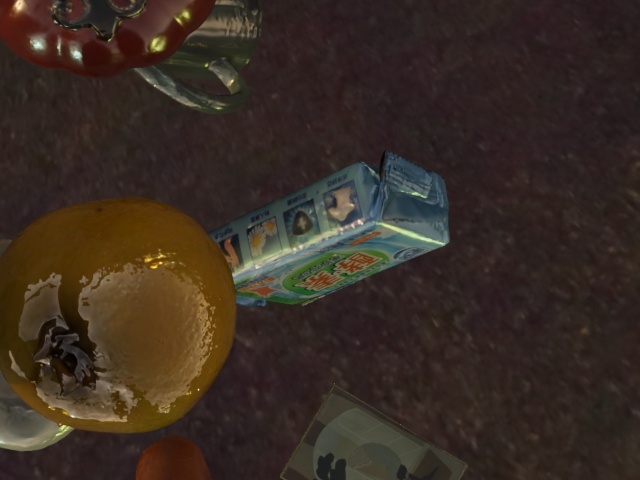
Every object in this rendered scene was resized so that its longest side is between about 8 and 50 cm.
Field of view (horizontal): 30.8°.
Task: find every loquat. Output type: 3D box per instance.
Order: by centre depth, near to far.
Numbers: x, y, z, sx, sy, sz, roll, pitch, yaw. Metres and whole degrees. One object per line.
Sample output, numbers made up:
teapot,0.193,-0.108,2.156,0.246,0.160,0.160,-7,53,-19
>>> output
loquat,-0.174,0.063,0.973,0.208,0.208,0.208,-6,118,-11

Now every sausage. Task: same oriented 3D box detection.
sausage,-0.135,0.264,0.981,0.087,0.326,0.079,14,107,-4

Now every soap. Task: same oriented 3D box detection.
soap,0.000,0.000,1.248,0.293,0.077,0.156,-24,158,34

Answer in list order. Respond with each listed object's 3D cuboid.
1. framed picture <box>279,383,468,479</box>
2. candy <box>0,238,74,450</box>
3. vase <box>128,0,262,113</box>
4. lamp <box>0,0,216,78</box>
framed picture,0.068,0.290,1.465,0.201,0.010,0.136,32,80,-2
candy,-0.411,0.135,1.532,0.296,0.295,0.185,11,154,-19
vase,-0.193,-0.244,1.311,0.156,0.301,0.251,-40,77,29
lamp,-0.191,-0.248,0.975,0.227,0.227,0.226,-6,118,-11
